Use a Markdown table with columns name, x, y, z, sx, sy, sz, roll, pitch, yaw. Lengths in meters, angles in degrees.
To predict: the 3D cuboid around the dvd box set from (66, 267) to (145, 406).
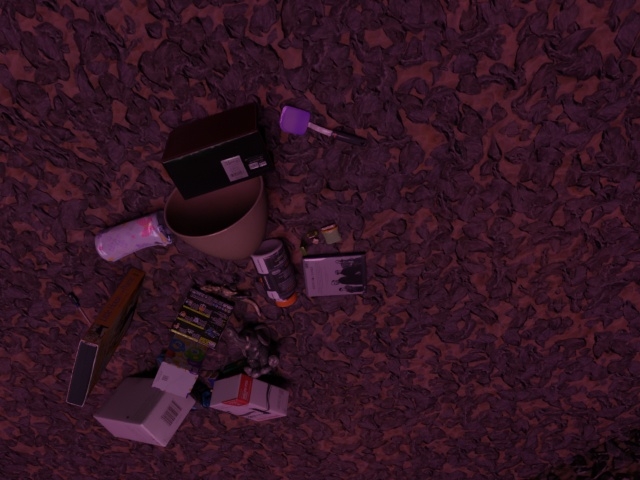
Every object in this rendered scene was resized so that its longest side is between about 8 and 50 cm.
| name | x | y | z | sx | sy | sz | roll | pitch | yaw |
| --- | --- | --- | --- | --- | --- | --- | --- | --- | --- |
| dvd box set | -0.764 | 0.332 | 1.619 | 0.062 | 0.420 | 0.307 | 21 | 116 | -10 |

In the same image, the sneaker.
| name | x | y | z | sx | sy | sz | roll | pitch | yaw |
| --- | --- | --- | --- | --- | --- | --- | --- | --- | --- |
| sneaker | -0.625 | 0.636 | 1.955 | 0.140 | 0.125 | 0.340 | -22 | 114 | 18 |

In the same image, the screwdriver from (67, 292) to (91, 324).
| name | x | y | z | sx | sy | sz | roll | pitch | yaw |
| --- | --- | --- | --- | --- | --- | --- | --- | --- | --- |
| screwdriver | -0.977 | 0.283 | 1.819 | 0.024 | 0.025 | 0.169 | -11 | 118 | 7 |

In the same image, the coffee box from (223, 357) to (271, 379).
| name | x | y | z | sx | sy | sz | roll | pitch | yaw |
| --- | --- | --- | --- | --- | --- | --- | --- | --- | --- |
| coffee box | -0.320 | 0.568 | 1.960 | 0.184 | 0.040 | 0.113 | -25 | 118 | 13 |

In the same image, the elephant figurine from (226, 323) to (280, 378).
| name | x | y | z | sx | sy | sz | roll | pitch | yaw |
| --- | --- | --- | --- | --- | --- | --- | --- | --- | --- |
| elephant figurine | -0.269 | 0.418 | 1.823 | 0.169 | 0.186 | 0.239 | -29 | 90 | -22 |

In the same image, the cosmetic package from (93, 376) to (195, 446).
| name | x | y | z | sx | sy | sz | roll | pitch | yaw |
| --- | --- | --- | --- | --- | --- | --- | --- | --- | --- |
| cosmetic package | -0.734 | 0.701 | 1.863 | 0.385 | 0.217 | 0.156 | -11 | 122 | 35 |

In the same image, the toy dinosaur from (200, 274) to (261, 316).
| name | x | y | z | sx | sy | sz | roll | pitch | yaw |
| --- | --- | --- | --- | --- | --- | --- | --- | --- | --- |
| toy dinosaur | -0.327 | 0.208 | 1.751 | 0.268 | 0.064 | 0.118 | 29 | 131 | -16 |

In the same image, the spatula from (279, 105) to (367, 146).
| name | x | y | z | sx | sy | sz | roll | pitch | yaw |
| --- | --- | --- | --- | --- | --- | --- | --- | --- | --- |
| spatula | 0.014 | -0.355 | 1.451 | 0.297 | 0.030 | 0.084 | 16 | 119 | -9 |

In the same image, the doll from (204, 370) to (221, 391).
| name | x | y | z | sx | sy | sz | roll | pitch | yaw |
| --- | --- | --- | --- | --- | --- | --- | --- | --- | --- |
| doll | -0.445 | 0.667 | 2.008 | 0.129 | 0.046 | 0.189 | -3 | 124 | 28 |

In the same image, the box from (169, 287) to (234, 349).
| name | x | y | z | sx | sy | sz | roll | pitch | yaw |
| --- | --- | --- | --- | --- | --- | --- | --- | --- | --- |
| box | -0.460 | 0.304 | 1.751 | 0.191 | 0.045 | 0.184 | 26 | 78 | -11 |

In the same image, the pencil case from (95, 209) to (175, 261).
| name | x | y | z | sx | sy | sz | roll | pitch | yaw |
| --- | --- | --- | --- | --- | --- | --- | --- | --- | --- |
| pencil case | -0.659 | -0.015 | 1.600 | 0.273 | 0.113 | 0.124 | -16 | 109 | 10 |

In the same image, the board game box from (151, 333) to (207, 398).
| name | x | y | z | sx | sy | sz | roll | pitch | yaw |
| --- | --- | --- | --- | --- | --- | --- | --- | --- | --- |
| board game box | -0.533 | 0.450 | 1.763 | 0.142 | 0.275 | 0.144 | 24 | 116 | -12 |

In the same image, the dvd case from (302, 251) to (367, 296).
| name | x | y | z | sx | sy | sz | roll | pitch | yaw |
| --- | --- | --- | --- | --- | --- | --- | --- | --- | --- |
| dvd case | 0.056 | 0.132 | 1.722 | 0.239 | 0.029 | 0.179 | -3 | 119 | 3 |

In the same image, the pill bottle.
| name | x | y | z | sx | sy | sz | roll | pitch | yaw |
| --- | --- | --- | --- | --- | --- | --- | --- | --- | --- |
| pill bottle | -0.163 | 0.127 | 1.663 | 0.131 | 0.130 | 0.245 | -14 | 118 | 8 |

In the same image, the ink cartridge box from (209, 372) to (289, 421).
| name | x | y | z | sx | sy | sz | roll | pitch | yaw |
| --- | --- | --- | --- | --- | --- | --- | --- | --- | --- |
| ink cartridge box | -0.298 | 0.675 | 1.912 | 0.197 | 0.114 | 0.273 | -27 | 134 | 37 |

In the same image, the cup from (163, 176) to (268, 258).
| name | x | y | z | sx | sy | sz | roll | pitch | yaw |
| --- | --- | --- | --- | --- | --- | --- | --- | --- | --- |
| cup | -0.307 | -0.068 | 1.481 | 0.331 | 0.331 | 0.237 | -12 | 140 | 7 |

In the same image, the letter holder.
| name | x | y | z | sx | sy | sz | roll | pitch | yaw |
| --- | --- | --- | --- | --- | --- | --- | --- | --- | --- |
| letter holder | -0.314 | -0.287 | 1.407 | 0.302 | 0.214 | 0.152 | -17 | 132 | 5 |

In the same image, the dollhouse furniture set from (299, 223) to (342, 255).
| name | x | y | z | sx | sy | sz | roll | pitch | yaw |
| --- | --- | --- | --- | --- | --- | --- | --- | --- | --- |
| dollhouse furniture set | 0.000 | 0.000 | 1.632 | 0.152 | 0.058 | 0.076 | -19 | 118 | 11 |
